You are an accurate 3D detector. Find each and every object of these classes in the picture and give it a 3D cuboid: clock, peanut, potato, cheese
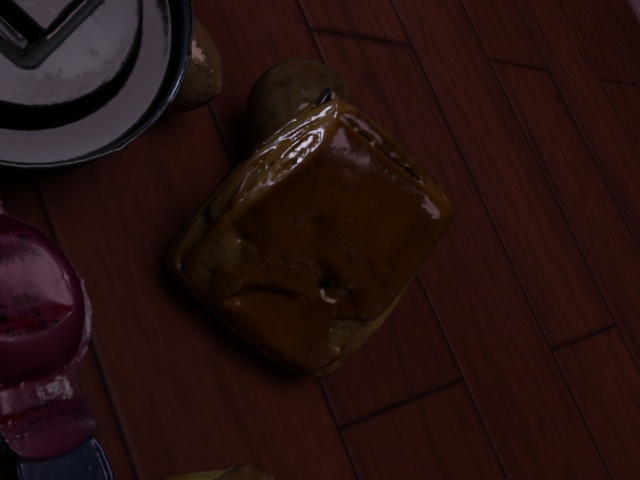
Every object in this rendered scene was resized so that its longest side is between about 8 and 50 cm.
[{"bbox_3d":[-0.254,-0.199,0.745,0.313,0.061,0.312,9,73,-32],"label":"clock"},{"bbox_3d":[-0.008,-0.070,0.975,0.137,0.122,0.253,48,29,-65],"label":"peanut"},{"bbox_3d":[-0.160,-0.186,0.900,0.147,0.112,0.112,43,38,-11],"label":"potato"},{"bbox_3d":[-0.220,0.077,0.669,0.155,0.062,0.244,-13,76,-52],"label":"cheese"}]

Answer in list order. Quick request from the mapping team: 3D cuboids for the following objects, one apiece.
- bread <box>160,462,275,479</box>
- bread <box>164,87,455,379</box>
[{"bbox_3d":[-0.073,0.263,0.669,0.132,0.114,0.190,0,73,-60],"label":"bread"},{"bbox_3d":[0.000,0.000,0.852,0.210,0.235,0.099,41,3,-24],"label":"bread"}]
